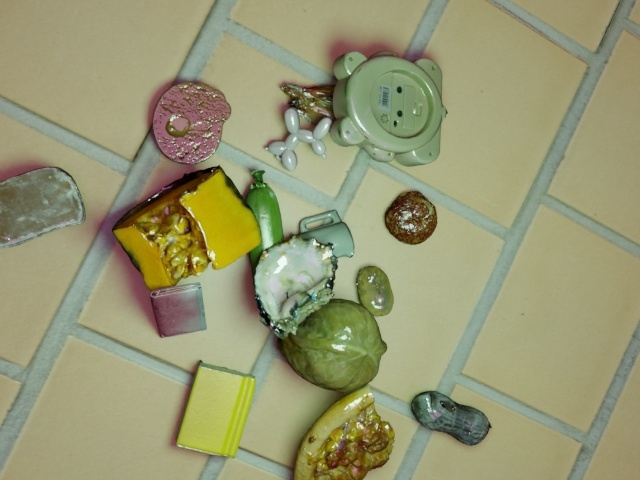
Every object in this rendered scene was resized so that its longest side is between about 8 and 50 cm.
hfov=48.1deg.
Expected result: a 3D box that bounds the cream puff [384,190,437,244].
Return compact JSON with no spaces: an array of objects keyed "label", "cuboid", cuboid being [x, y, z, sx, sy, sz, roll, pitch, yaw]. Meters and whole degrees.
[{"label":"cream puff","cuboid":[0.248,-0.060,1.915,0.149,0.084,0.149,-1,93,-15]}]

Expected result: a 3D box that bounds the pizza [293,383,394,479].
[{"label":"pizza","cuboid":[0.064,0.541,1.846,0.277,0.114,0.409,17,112,-35]}]

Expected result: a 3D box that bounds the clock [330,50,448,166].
[{"label":"clock","cuboid":[0.170,-0.340,1.829,0.309,0.114,0.284,4,88,-29]}]

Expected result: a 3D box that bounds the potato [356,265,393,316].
[{"label":"potato","cuboid":[0.144,0.133,1.907,0.091,0.070,0.138,-17,98,-17]}]

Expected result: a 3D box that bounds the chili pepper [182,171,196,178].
[{"label":"chili pepper","cuboid":[-0.292,-0.141,1.814,0.118,0.035,0.055,37,97,-22]}]

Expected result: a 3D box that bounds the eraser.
[{"label":"eraser","cuboid":[-0.265,0.432,1.827,0.158,0.069,0.226,17,89,-14]}]

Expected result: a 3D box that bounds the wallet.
[{"label":"wallet","cuboid":[-0.340,0.173,1.731,0.119,0.232,0.025,-11,60,-12]}]

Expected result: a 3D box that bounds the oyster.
[{"label":"oyster","cuboid":[-0.062,0.108,1.721,0.198,0.092,0.260,5,56,11]}]

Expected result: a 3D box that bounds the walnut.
[{"label":"walnut","cuboid":[0.030,0.255,1.790,0.283,0.283,0.227,9,89,-13]}]

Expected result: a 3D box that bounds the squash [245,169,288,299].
[{"label":"squash","cuboid":[-0.139,0.009,1.822,0.101,0.101,0.379,-6,94,-13]}]

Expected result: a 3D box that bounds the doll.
[{"label":"doll","cuboid":[-0.056,-0.253,1.827,0.161,0.059,0.160,13,109,0]}]

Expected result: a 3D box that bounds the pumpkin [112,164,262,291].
[{"label":"pumpkin","cuboid":[-0.313,-0.029,1.700,0.303,0.256,0.225,-19,107,19]}]

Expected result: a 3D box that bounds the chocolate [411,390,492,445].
[{"label":"chocolate","cuboid":[0.353,0.484,1.957,0.248,0.110,0.110,28,86,-13]}]

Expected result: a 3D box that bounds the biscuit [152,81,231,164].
[{"label":"biscuit","cuboid":[-0.326,-0.292,1.788,0.181,0.049,0.208,17,88,-13]}]

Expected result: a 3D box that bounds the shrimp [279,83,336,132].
[{"label":"shrimp","cuboid":[0.033,-0.351,1.867,0.294,0.062,0.154,18,77,-17]}]

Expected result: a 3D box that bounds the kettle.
[{"label":"kettle","cuboid":[0.001,0.005,1.866,0.148,0.127,0.098,-20,129,-14]}]

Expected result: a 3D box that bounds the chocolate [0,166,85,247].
[{"label":"chocolate","cuboid":[-0.694,-0.085,1.698,0.254,0.080,0.157,-19,112,-10]}]
